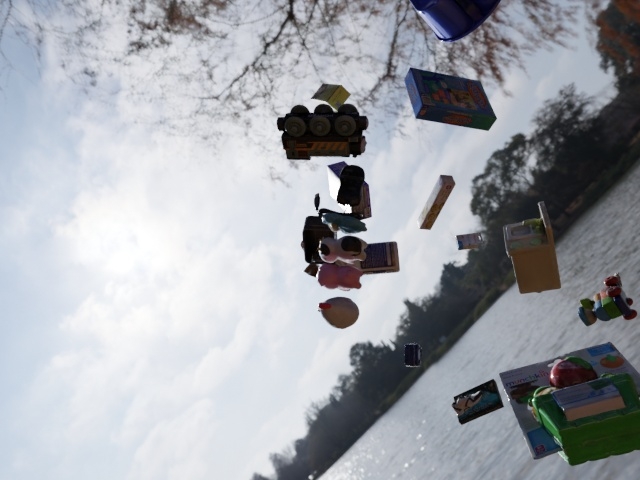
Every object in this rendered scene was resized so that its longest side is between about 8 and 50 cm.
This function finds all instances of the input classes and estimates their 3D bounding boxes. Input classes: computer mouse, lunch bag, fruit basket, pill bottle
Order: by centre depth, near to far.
[{"bbox_3d":[0.652,0.385,1.236,0.327,0.165,0.353,-20,20,14],"label":"fruit basket"},{"bbox_3d":[0.071,-0.170,1.795,0.060,0.184,0.262,88,-174,-60],"label":"computer mouse"},{"bbox_3d":[0.375,0.457,1.934,0.067,0.065,0.098,39,-129,-63],"label":"lunch bag"},{"bbox_3d":[0.241,0.088,2.303,0.265,0.153,0.153,-5,-19,8],"label":"pill bottle"}]

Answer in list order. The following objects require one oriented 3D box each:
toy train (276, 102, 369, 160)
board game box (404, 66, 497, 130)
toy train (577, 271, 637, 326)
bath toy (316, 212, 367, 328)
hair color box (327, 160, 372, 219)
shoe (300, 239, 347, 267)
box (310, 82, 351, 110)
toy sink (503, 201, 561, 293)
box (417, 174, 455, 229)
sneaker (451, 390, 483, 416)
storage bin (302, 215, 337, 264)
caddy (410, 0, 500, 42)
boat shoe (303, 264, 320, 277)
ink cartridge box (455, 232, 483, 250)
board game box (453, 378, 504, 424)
[{"bbox_3d":[0.009,-0.385,1.747,0.142,0.334,0.190,-80,-12,-48],"label":"toy train"},{"bbox_3d":[0.334,-0.367,1.251,0.210,0.160,0.047,6,-38,-14],"label":"board game box"},{"bbox_3d":[0.902,0.184,1.546,0.143,0.105,0.248,-34,1,30],"label":"toy train"},{"bbox_3d":[0.048,0.091,1.457,0.129,0.348,0.151,24,-30,-36],"label":"bath toy"},{"bbox_3d":[0.142,-0.252,2.419,0.110,0.339,0.185,-16,-57,-10],"label":"hair color box"},{"bbox_3d":[0.006,0.061,2.039,0.058,0.219,0.076,-49,-18,-51],"label":"shoe"},{"bbox_3d":[0.035,-0.556,1.866,0.058,0.232,0.087,37,-87,-26],"label":"box"},{"bbox_3d":[0.643,0.023,1.482,0.131,0.234,0.152,-11,31,22],"label":"toy sink"},{"bbox_3d":[0.558,-0.179,2.346,0.067,0.063,0.324,4,-41,-13],"label":"box"},{"bbox_3d":[0.435,0.478,1.435,0.109,0.043,0.040,-46,-21,20],"label":"sneaker"},{"bbox_3d":[0.000,0.000,1.845,0.084,0.122,0.180,-79,-11,-48],"label":"storage bin"},{"bbox_3d":[0.409,-0.739,1.441,0.179,0.341,0.241,31,-57,-31],"label":"caddy"},{"bbox_3d":[-0.027,0.142,2.274,0.064,0.060,0.178,-50,-16,8],"label":"boat shoe"},{"bbox_3d":[0.505,0.003,1.638,0.083,0.048,0.028,-7,-37,6],"label":"ink cartridge box"},{"bbox_3d":[0.622,0.638,1.911,0.186,0.026,0.126,-34,25,22],"label":"board game box"}]
